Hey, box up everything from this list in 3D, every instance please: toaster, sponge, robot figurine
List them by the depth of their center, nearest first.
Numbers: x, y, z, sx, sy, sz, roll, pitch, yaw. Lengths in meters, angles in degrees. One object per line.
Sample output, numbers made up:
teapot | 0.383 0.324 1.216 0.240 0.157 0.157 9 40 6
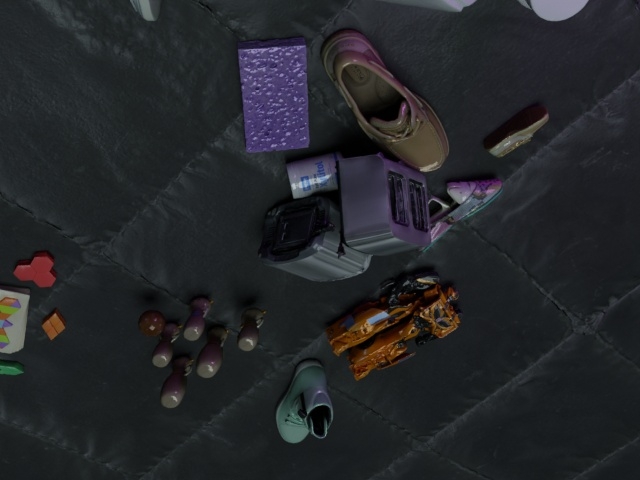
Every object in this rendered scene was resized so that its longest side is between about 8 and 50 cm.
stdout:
sponge | -0.080 -0.252 1.616 0.117 0.031 0.210 -7 130 -7
toaster | 0.110 -0.056 1.651 0.110 0.186 0.168 -11 166 33
toaster | 0.000 0.000 1.739 0.146 0.129 0.227 24 156 -35
robot figurine | 0.171 0.185 1.991 0.291 0.085 0.211 -28 130 11

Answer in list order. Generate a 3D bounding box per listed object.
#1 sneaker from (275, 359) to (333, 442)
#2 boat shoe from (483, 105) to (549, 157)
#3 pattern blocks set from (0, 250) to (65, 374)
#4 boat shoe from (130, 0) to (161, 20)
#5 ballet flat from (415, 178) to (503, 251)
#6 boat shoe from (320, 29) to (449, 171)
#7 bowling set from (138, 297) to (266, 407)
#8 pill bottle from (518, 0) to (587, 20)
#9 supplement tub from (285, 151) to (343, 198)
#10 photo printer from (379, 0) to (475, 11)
sneaker | -0.038 0.410 2.086 0.094 0.151 0.256 2 129 -16
boat shoe | 0.376 -0.205 1.747 0.135 0.050 0.045 -30 133 25
pattern blocks set | -0.653 0.152 1.822 0.285 0.026 0.325 0 129 -12
boat shoe | -0.299 -0.440 1.396 0.081 0.079 0.228 1 132 11
ballet flat | 0.254 -0.065 1.823 0.221 0.077 0.079 -38 107 19
boat shoe | 0.121 -0.220 1.634 0.121 0.110 0.341 -37 127 17
bowling set | -0.266 0.182 1.880 0.287 0.154 0.200 -35 109 17
pill bottle | 0.341 -0.434 1.444 0.119 0.209 0.119 -6 130 -8
supplement tub | -0.006 -0.121 1.713 0.107 0.071 0.071 -14 130 -2
photo printer | 0.061 -0.441 1.324 0.256 0.307 0.107 30 90 -38
